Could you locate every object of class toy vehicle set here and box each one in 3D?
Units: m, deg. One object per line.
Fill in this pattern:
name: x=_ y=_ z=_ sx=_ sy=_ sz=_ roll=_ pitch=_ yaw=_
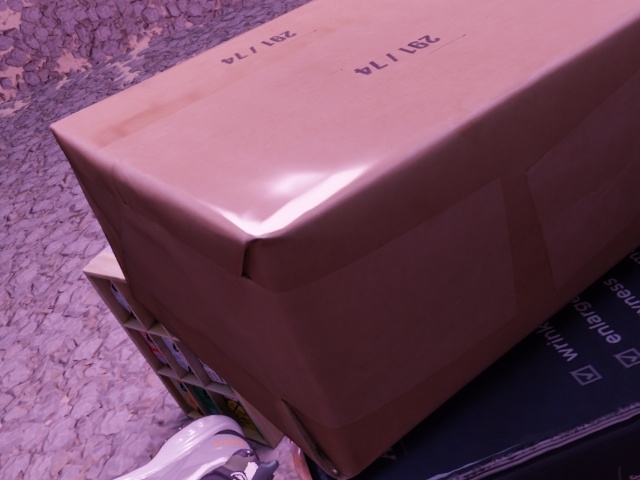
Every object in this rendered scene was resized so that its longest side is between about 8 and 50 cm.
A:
toy vehicle set: x=-0.157 y=0.132 z=0.963 sx=0.166 sy=0.267 sz=0.035 roll=6 pitch=44 yaw=41

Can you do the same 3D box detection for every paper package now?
paper package: x=0.032 y=-0.052 z=0.563 sx=0.324 sy=0.168 sz=0.309 roll=-33 pitch=34 yaw=-23

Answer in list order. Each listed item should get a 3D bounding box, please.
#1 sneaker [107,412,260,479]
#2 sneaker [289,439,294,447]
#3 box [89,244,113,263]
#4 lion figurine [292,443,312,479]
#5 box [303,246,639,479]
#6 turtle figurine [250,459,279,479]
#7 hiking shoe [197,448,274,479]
sneaker: x=-0.183 y=0.307 z=0.896 sx=0.271 sy=0.100 sz=0.108 roll=-38 pitch=39 yaw=-17
sneaker: x=0.017 y=0.216 z=0.929 sx=0.118 sy=0.042 sz=0.067 roll=-32 pitch=36 yaw=-4
box: x=-0.301 y=0.037 z=1.373 sx=0.137 sy=0.072 sz=0.126 roll=17 pitch=53 yaw=46
lion figurine: x=-0.058 y=0.350 z=0.713 sx=0.240 sy=0.142 sz=0.392 roll=18 pitch=48 yaw=37
box: x=0.196 y=0.076 z=0.714 sx=0.471 sy=0.297 sz=0.480 roll=-18 pitch=32 yaw=-6
turtle figurine: x=-0.097 y=0.294 z=0.508 sx=0.266 sy=0.275 sz=0.198 roll=-21 pitch=43 yaw=-14
hiking shoe: x=-0.056 y=0.277 z=0.672 sx=0.114 sy=0.086 sz=0.227 roll=-25 pitch=32 yaw=-22
